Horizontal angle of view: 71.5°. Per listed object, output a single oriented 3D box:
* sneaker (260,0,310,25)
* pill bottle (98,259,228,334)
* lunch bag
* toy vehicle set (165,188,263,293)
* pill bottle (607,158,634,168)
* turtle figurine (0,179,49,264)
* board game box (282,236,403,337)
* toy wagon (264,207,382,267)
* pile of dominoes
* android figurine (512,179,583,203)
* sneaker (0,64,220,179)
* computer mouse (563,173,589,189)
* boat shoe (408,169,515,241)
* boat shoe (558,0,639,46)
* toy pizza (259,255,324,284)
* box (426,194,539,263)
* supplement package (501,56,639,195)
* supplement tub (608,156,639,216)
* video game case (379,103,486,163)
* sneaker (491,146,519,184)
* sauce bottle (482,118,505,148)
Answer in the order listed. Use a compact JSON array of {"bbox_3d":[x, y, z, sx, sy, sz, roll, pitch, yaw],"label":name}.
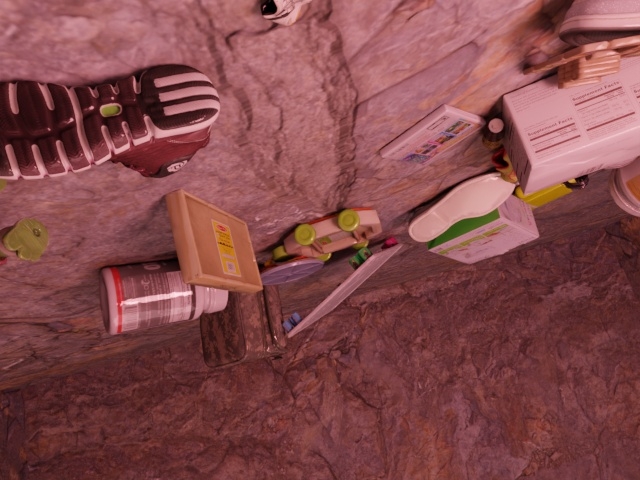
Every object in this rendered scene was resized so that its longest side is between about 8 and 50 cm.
[{"bbox_3d":[-0.029,-0.238,0.422,0.036,0.032,0.083,-6,161,-34],"label":"sneaker"},{"bbox_3d":[-0.392,0.132,1.122,0.282,0.162,0.161,-6,162,-34],"label":"pill bottle"},{"bbox_3d":[-0.231,0.244,1.440,0.212,0.306,0.255,-22,161,32],"label":"lunch bag"},{"bbox_3d":[-0.201,0.015,0.889,0.035,0.166,0.267,-20,164,12],"label":"toy vehicle set"},{"bbox_3d":[0.659,-0.232,0.994,0.121,0.121,0.216,-22,164,23],"label":"pill bottle"},{"bbox_3d":[-0.510,0.022,0.543,0.266,0.198,0.274,-23,168,11],"label":"turtle figurine"},{"bbox_3d":[0.084,0.143,1.496,0.390,0.050,0.389,-45,167,21],"label":"board game box"},{"bbox_3d":[0.000,0.000,1.243,0.343,0.068,0.267,-17,165,7],"label":"toy wagon"},{"bbox_3d":[0.410,-0.243,0.609,0.195,0.040,0.251,-6,-167,10],"label":"pile of dominoes"},{"bbox_3d":[0.715,-0.153,1.461,0.272,0.056,0.248,-29,161,38],"label":"android figurine"},{"bbox_3d":[-0.257,-0.106,0.524,0.280,0.107,0.162,-13,168,-16],"label":"sneaker"},{"bbox_3d":[0.550,-0.169,0.984,0.071,0.041,0.242,-8,-148,26],"label":"computer mouse"},{"bbox_3d":[0.386,-0.111,1.254,0.319,0.116,0.099,-34,-159,31],"label":"boat shoe"},{"bbox_3d":[0.456,-0.314,0.555,0.319,0.103,0.118,-11,-168,0],"label":"boat shoe"},{"bbox_3d":[-0.088,0.080,1.249,0.201,0.032,0.201,-16,165,-4],"label":"toy pizza"},{"bbox_3d":[0.503,-0.038,1.407,0.230,0.127,0.261,15,149,-35],"label":"box"},{"bbox_3d":[0.487,-0.217,0.818,0.261,0.145,0.204,-20,165,16],"label":"supplement package"},{"bbox_3d":[0.989,-0.205,1.227,0.228,0.229,0.316,-15,165,-6],"label":"supplement tub"},{"bbox_3d":[0.214,-0.197,0.851,0.143,0.019,0.157,-2,159,-43],"label":"video game case"},{"bbox_3d":[0.446,-0.187,1.043,0.094,0.082,0.208,5,173,9],"label":"sneaker"},{"bbox_3d":[0.334,-0.208,0.860,0.042,0.042,0.128,-21,173,19],"label":"sauce bottle"}]
